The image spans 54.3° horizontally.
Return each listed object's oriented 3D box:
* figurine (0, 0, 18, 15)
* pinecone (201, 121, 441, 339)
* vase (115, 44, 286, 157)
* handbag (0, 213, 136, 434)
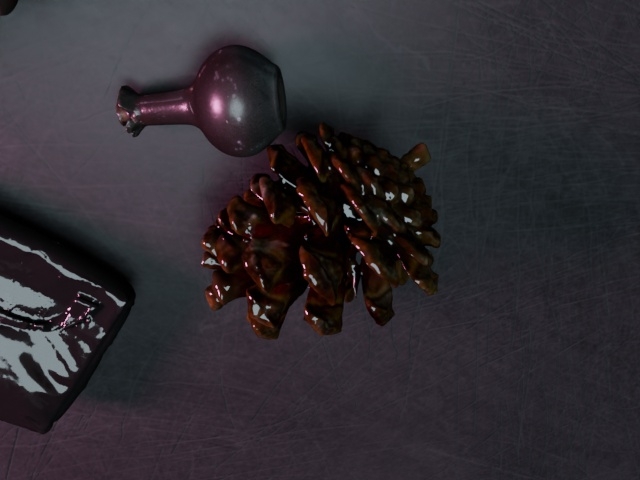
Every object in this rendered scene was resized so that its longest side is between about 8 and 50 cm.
[{"bbox_3d":[-0.269,-0.319,0.533,0.380,0.203,0.248,-16,124,-18],"label":"figurine"},{"bbox_3d":[0.000,0.000,0.710,0.309,0.244,0.244,-35,118,22],"label":"pinecone"},{"bbox_3d":[-0.131,-0.148,0.684,0.183,0.120,0.120,-4,116,4],"label":"vase"},{"bbox_3d":[-0.391,0.089,0.748,0.275,0.088,0.244,31,102,-20],"label":"handbag"}]
